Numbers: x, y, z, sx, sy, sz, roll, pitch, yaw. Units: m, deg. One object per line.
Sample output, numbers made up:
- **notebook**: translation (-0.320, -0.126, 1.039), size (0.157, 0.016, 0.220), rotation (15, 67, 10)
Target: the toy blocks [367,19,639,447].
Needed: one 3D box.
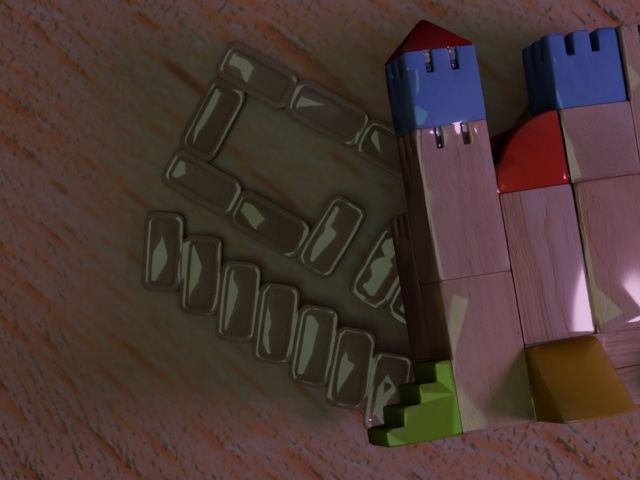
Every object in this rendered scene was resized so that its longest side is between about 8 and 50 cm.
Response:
- **toy blocks**: translation (0.196, -0.026, 1.031), size (0.381, 0.191, 0.261), rotation (-8, 87, -12)

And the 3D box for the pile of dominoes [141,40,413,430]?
- **pile of dominoes**: translation (0.000, 0.000, 1.129), size (0.251, 0.040, 0.196), rotation (30, 96, 9)
